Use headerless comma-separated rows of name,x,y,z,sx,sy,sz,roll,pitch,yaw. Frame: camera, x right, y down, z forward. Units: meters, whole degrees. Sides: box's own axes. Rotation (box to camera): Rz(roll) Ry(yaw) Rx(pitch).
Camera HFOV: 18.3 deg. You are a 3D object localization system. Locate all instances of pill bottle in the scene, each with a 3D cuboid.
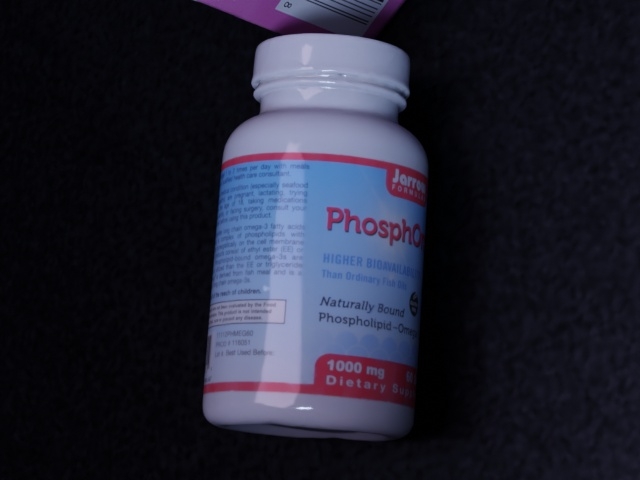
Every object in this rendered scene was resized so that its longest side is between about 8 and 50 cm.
pill bottle,0.000,0.000,0.822,0.087,0.087,0.160,-3,79,37

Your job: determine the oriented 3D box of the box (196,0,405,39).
box,-0.018,-0.240,0.870,0.213,0.117,0.243,-52,55,17
